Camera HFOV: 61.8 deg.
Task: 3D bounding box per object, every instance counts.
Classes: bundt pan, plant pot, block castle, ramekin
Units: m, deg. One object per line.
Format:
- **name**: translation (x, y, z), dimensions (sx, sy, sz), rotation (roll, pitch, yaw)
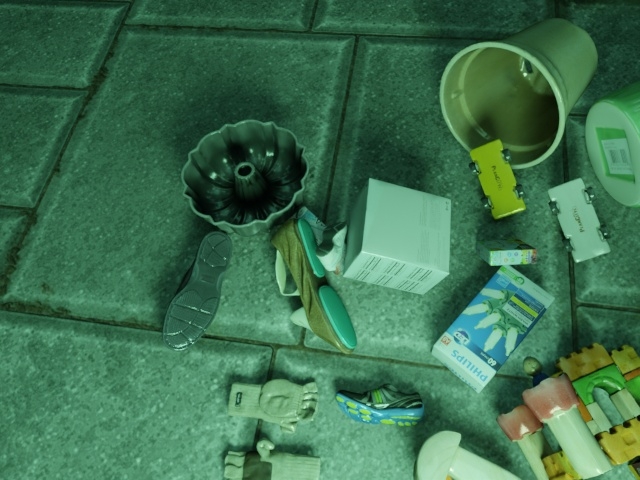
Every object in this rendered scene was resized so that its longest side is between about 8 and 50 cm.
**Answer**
- **bundt pan**: translation (-0.186, -0.150, 1.393), dimensions (0.330, 0.124, 0.331), rotation (-2, 63, 5)
- **plant pot**: translation (0.530, -0.404, 1.368), dimensions (0.334, 0.334, 0.305), rotation (38, 61, 22)
- **block castle**: translation (0.572, 0.267, 0.993), dimensions (0.453, 0.303, 0.213), rotation (-21, 61, -6)
- **ramekin**: translation (0.752, -0.224, 1.243), dimensions (0.148, 0.303, 0.303), rotation (-19, 62, 4)

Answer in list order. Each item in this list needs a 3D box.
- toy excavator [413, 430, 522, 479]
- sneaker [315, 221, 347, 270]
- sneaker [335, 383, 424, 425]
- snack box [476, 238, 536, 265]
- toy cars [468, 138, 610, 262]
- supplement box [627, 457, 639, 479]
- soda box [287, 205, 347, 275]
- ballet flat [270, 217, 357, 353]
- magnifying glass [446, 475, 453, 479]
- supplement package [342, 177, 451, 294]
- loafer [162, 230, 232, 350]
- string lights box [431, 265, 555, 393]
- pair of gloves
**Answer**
- **toy excavator**: translation (0.388, 0.567, 0.914), dimensions (0.432, 0.222, 0.445), rotation (0, 55, 3)
- **sneaker**: translation (0.030, 0.012, 1.259), dimensions (0.053, 0.061, 0.152), rotation (-4, 35, 26)
- **sneaker**: translation (0.126, 0.345, 1.141), dimensions (0.188, 0.067, 0.078), rotation (3, 41, 10)
- **snack box**: translation (0.424, 0.025, 1.232), dimensions (0.100, 0.141, 0.037), rotation (-4, 99, 4)
- **toy cars**: translation (0.530, -0.100, 1.310), dimensions (0.393, 0.087, 0.176), rotation (32, 104, 18)
- **supplement box**: translation (0.709, 0.413, 0.961), dimensions (0.191, 0.194, 0.129), rotation (-25, 62, -7)
- **soda box**: translation (0.000, 0.000, 1.332), dimensions (0.063, 0.058, 0.183), rotation (-40, 66, -15)
- **ballet flat**: translation (-0.031, 0.115, 1.239), dimensions (0.124, 0.116, 0.342), rotation (-29, 76, 21)
- **magnifying glass**: translation (0.274, 0.527, 1.045), dimensions (0.092, 0.026, 0.231), rotation (-25, 64, -7)
- **supplement package**: translation (0.175, -0.005, 1.234), dimensions (0.203, 0.149, 0.194), rotation (14, 62, -9)
- **loafer**: translation (-0.295, 0.124, 1.293), dimensions (0.109, 0.095, 0.303), rotation (25, 69, -15)
- **string lights box**: translation (0.378, 0.190, 1.180), dimensions (0.133, 0.077, 0.259), rotation (39, 72, 22)
- **pair of gloves**: translation (-0.100, 0.416, 1.132), dimensions (0.204, 0.042, 0.240), rotation (-6, 60, 7)
